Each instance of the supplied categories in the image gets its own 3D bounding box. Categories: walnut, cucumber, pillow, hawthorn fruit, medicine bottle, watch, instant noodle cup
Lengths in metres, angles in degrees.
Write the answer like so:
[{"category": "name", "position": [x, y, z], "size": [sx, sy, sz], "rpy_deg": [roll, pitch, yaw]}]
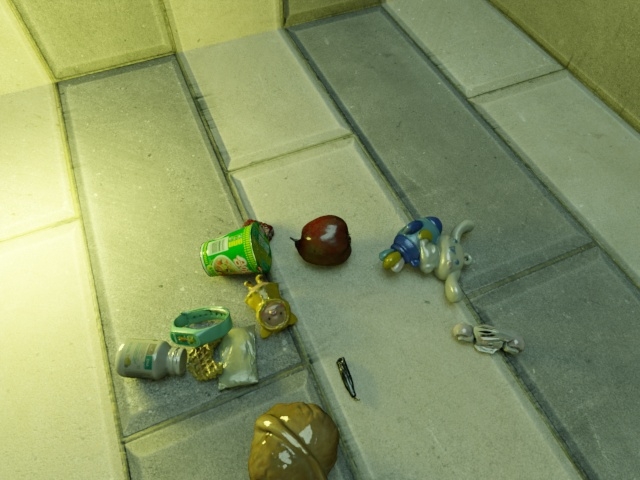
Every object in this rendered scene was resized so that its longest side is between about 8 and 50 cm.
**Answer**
[{"category": "walnut", "position": [-0.082, 0.627, 1.391], "size": [0.285, 0.285, 0.296], "rpy_deg": [37, 59, 21]}, {"category": "cucumber", "position": [0.098, 0.490, 1.630], "size": [0.039, 0.043, 0.163], "rpy_deg": [13, 47, -45]}, {"category": "pillow", "position": [-0.300, 0.416, 1.665], "size": [0.148, 0.050, 0.229], "rpy_deg": [-7, 56, -4]}, {"category": "hawthorn fruit", "position": [0.000, 0.000, 1.861], "size": [0.248, 0.208, 0.208], "rpy_deg": [-2, 56, 12]}, {"category": "medicine bottle", "position": [-0.583, 0.414, 1.614], "size": [0.215, 0.135, 0.135], "rpy_deg": [3, 57, 2]}, {"category": "watch", "position": [-0.435, 0.303, 1.669], "size": [0.237, 0.068, 0.195], "rpy_deg": [-3, 22, 27]}, {"category": "instant noodle cup", "position": [-0.335, 0.052, 1.811], "size": [0.233, 0.207, 0.207], "rpy_deg": [-13, 56, 11]}]

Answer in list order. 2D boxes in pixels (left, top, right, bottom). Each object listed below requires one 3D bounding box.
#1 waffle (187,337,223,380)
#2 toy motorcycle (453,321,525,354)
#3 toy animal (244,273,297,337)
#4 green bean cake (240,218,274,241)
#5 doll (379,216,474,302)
[{"category": "waffle", "position": [-0.399, 0.407, 1.654], "size": [0.149, 0.051, 0.194], "rpy_deg": [-12, 50, 19]}, {"category": "toy motorcycle", "position": [0.614, 0.348, 1.684], "size": [0.254, 0.112, 0.112], "rpy_deg": [12, 57, 9]}, {"category": "toy animal", "position": [-0.200, 0.239, 1.740], "size": [0.156, 0.156, 0.229], "rpy_deg": [-25, 71, -16]}, {"category": "green bean cake", "position": [-0.277, -0.020, 1.952], "size": [0.135, 0.056, 0.135], "rpy_deg": [19, 58, 10]}, {"category": "doll", "position": [0.432, 0.028, 1.848], "size": [0.366, 0.187, 0.376], "rpy_deg": [18, 40, 2]}]
